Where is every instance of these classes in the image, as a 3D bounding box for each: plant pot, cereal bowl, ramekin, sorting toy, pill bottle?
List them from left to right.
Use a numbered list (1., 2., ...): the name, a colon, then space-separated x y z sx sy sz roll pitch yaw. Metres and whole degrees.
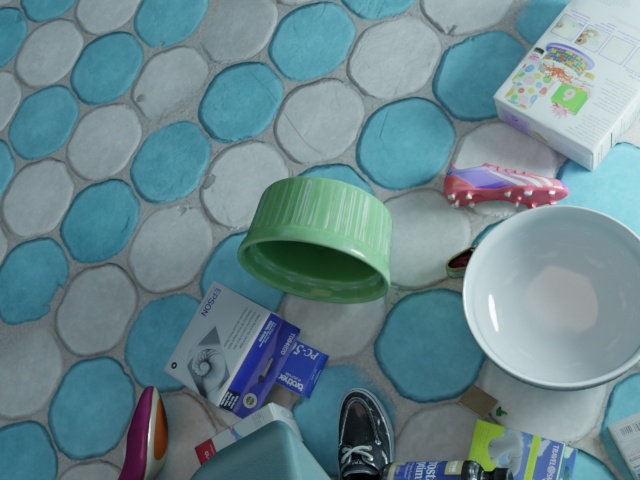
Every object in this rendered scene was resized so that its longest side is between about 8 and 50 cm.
1. plant pot: -0.086 0.457 1.265 0.247 0.248 0.252 -30 24 8
2. ramekin: 0.000 0.000 1.461 0.303 0.303 0.148 3 65 21
3. pill bottle: 0.219 0.442 1.273 0.219 0.123 0.123 -9 67 21
4. sorting toy: 0.303 0.308 1.373 0.083 0.012 0.062 31 43 27
5. cereal bowl: 0.435 0.113 1.344 0.339 0.141 0.339 -7 67 17

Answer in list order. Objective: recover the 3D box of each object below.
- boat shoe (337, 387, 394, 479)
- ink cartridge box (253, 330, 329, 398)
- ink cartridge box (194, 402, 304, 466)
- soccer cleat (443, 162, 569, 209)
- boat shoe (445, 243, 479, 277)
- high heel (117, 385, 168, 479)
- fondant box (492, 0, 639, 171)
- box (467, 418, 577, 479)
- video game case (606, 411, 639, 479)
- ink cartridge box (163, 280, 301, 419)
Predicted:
1. boat shoe: 0.078 0.420 1.375 0.108 0.102 0.301 -10 67 16
2. ink cartridge box: -0.095 0.239 1.538 0.207 0.046 0.097 22 80 25
3. ink cartridge box: -0.135 0.399 1.445 0.175 0.127 0.072 -32 63 6
4. soccer cleat: 0.371 -0.118 1.492 0.248 0.083 0.095 -1 65 22
5. boat shoe: 0.312 0.033 1.472 0.135 0.045 0.050 -29 63 7
6. high heel: -0.419 0.485 1.508 0.181 0.127 0.377 1 74 9
7. fondant box: 0.549 -0.340 1.503 0.238 0.096 0.330 37 85 27
8. box: 0.356 0.397 1.319 0.178 0.042 0.109 11 74 24
9. video game case: 0.629 0.362 1.246 0.212 0.023 0.193 -26 64 8
10. ink cartridge box: -0.184 0.226 1.523 0.224 0.045 0.223 25 82 26
